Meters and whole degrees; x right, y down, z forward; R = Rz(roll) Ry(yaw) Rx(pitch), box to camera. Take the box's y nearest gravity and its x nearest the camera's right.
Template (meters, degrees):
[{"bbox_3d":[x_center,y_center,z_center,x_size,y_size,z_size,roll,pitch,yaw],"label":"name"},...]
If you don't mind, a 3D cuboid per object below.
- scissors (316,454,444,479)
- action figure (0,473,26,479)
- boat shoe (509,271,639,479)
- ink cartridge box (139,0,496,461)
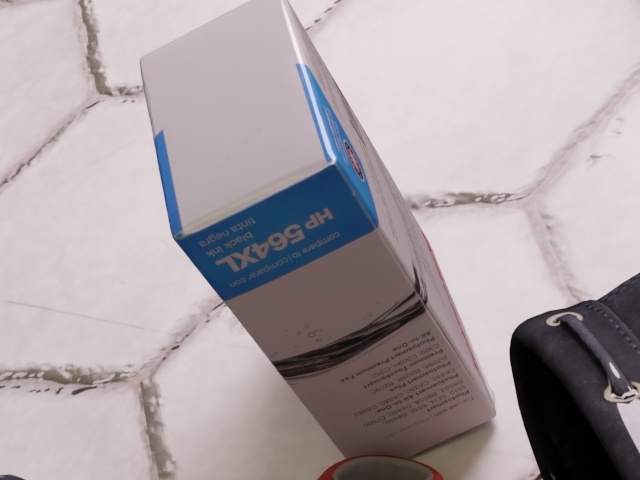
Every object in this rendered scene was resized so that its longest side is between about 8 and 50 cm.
[{"bbox_3d":[-0.036,0.125,0.654,0.109,0.297,0.021,20,106,50],"label":"scissors"},{"bbox_3d":[-0.072,0.272,0.571,0.330,0.178,0.341,41,119,42],"label":"action figure"},{"bbox_3d":[0.153,0.184,0.496,0.156,0.187,0.500,-7,39,3],"label":"boat shoe"},{"bbox_3d":[0.000,0.000,0.761,0.086,0.203,0.148,-26,41,8],"label":"ink cartridge box"}]
